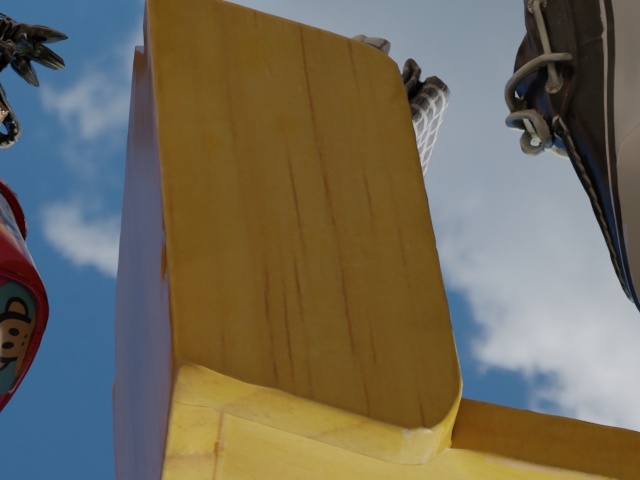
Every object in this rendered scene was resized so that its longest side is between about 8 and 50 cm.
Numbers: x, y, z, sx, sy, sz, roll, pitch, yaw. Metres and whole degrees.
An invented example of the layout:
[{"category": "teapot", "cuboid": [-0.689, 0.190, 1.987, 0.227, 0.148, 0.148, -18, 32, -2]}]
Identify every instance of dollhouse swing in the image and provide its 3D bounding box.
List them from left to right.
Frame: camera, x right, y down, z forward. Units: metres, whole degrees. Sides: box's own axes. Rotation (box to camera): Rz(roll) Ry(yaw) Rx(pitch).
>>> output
[{"category": "dollhouse swing", "cuboid": [0.059, 0.090, 0.960, 0.305, 0.347, 0.315, -1, -130, -9]}]

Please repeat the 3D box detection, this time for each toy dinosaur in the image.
[{"category": "toy dinosaur", "cuboid": [-0.342, -0.178, 1.652, 0.164, 0.218, 0.322, -32, -121, 13]}]

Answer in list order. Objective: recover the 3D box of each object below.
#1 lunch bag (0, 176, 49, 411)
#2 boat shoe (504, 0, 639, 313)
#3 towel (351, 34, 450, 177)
[{"category": "lunch bag", "cuboid": [-0.302, 0.065, 0.945, 0.258, 0.293, 0.120, 20, -150, -34]}, {"category": "boat shoe", "cuboid": [0.150, -0.087, 1.028, 0.113, 0.105, 0.306, 16, -120, -52]}, {"category": "towel", "cuboid": [0.000, 0.000, 1.581, 0.121, 0.283, 0.235, 30, -136, 12]}]
